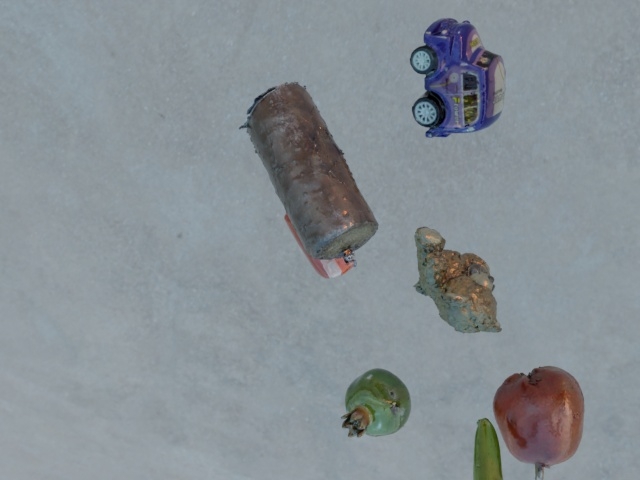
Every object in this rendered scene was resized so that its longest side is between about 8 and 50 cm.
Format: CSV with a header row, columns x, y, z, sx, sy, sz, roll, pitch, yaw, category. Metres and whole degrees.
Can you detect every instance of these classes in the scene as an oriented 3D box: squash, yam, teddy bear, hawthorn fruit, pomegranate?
x,y,z,sx,sy,sz,roll,pitch,yaw,category
0.372,0.494,1.505,0.066,0.201,0.066,3,143,2,squash
-0.019,-0.103,1.032,0.131,0.280,0.131,-22,156,-10,yam
0.322,0.111,1.580,0.267,0.256,0.156,29,105,-32,teddy bear
0.522,0.450,1.601,0.211,0.299,0.211,-1,169,0,hawthorn fruit
0.138,0.451,1.813,0.187,0.225,0.187,13,112,35,pomegranate

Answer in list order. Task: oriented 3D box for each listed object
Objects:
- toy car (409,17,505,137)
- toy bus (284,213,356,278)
x,y,z,sx,sy,sz,roll,pitch,yaw,category
0.288,-0.331,1.370,0.158,0.172,0.235,8,120,34,toy car
0.000,0.000,1.309,0.079,0.077,0.174,17,142,56,toy bus
